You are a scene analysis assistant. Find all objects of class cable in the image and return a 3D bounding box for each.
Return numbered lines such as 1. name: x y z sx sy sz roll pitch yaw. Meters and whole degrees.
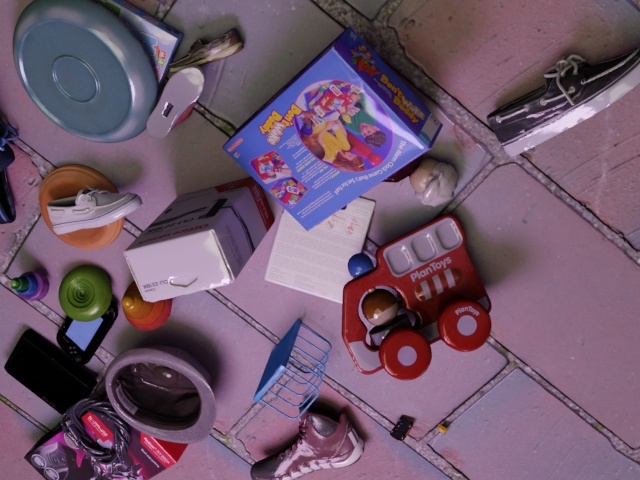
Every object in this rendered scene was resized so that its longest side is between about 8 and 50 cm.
1. cable: -0.514 0.449 1.943 0.150 0.047 0.184 -35 98 20

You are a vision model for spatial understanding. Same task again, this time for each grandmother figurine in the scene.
1. grandmother figurine: 0.116 -0.184 1.546 0.342 0.104 0.208 36 146 -8

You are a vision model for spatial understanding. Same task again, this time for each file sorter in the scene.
1. file sorter: -0.054 0.279 1.772 0.104 0.170 0.118 34 119 -8

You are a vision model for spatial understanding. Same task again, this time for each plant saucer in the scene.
1. plant saucer: -0.469 -0.320 1.612 0.317 0.044 0.318 12 130 15
2. plant saucer: -0.524 -0.066 1.795 0.199 0.037 0.200 6 117 11

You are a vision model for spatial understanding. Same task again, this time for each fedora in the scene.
1. fedora: -0.348 0.330 1.895 0.275 0.124 0.244 9 117 10

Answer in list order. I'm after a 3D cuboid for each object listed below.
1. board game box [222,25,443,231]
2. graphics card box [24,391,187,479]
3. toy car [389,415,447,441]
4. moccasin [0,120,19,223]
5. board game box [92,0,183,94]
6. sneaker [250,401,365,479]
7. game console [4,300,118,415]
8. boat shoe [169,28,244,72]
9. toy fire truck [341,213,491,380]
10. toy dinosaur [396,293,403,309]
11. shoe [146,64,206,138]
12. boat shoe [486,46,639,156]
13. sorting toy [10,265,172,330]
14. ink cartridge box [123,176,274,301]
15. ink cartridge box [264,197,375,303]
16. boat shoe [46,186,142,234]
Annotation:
1. board game box: 0.012 -0.184 1.478 0.233 0.078 0.347 44 136 -13
2. graphics card box: -0.532 0.517 2.052 0.370 0.094 0.233 -34 103 27
3. toy car: 0.218 0.433 1.845 0.121 0.060 0.041 11 150 16
4. moccasin: -0.694 -0.185 1.744 0.116 0.138 0.342 12 132 3
5. board game box: -0.390 -0.380 1.605 0.211 0.039 0.160 29 119 -2
6. sneaker: -0.051 0.453 1.905 0.281 0.106 0.163 -18 105 10
7. game console: -0.597 0.246 1.956 0.213 0.044 0.361 37 116 1
8. boat shoe: -0.220 -0.359 1.568 0.152 0.056 0.049 -17 106 11
9. toy fire truck: 0.174 0.116 1.613 0.302 0.169 0.254 -25 92 -2
10. toy dinosaur: 0.148 0.148 1.730 0.090 0.047 0.082 19 138 -7
11. shoe: -0.269 -0.277 1.599 0.063 0.081 0.178 39 121 -6
12. boat shoe: 0.425 -0.260 1.420 0.306 0.113 0.105 -30 100 41
13. sorting toy: -0.515 0.117 1.808 0.365 0.126 0.127 8 85 10
14. ink cartridge box: -0.229 -0.007 1.614 0.196 0.273 0.114 -13 112 19
15. ink cartridge box: 0.000 0.000 1.699 0.180 0.056 0.225 17 100 6
16. boat shoe: -0.477 -0.071 1.711 0.226 0.083 0.076 -15 112 21
